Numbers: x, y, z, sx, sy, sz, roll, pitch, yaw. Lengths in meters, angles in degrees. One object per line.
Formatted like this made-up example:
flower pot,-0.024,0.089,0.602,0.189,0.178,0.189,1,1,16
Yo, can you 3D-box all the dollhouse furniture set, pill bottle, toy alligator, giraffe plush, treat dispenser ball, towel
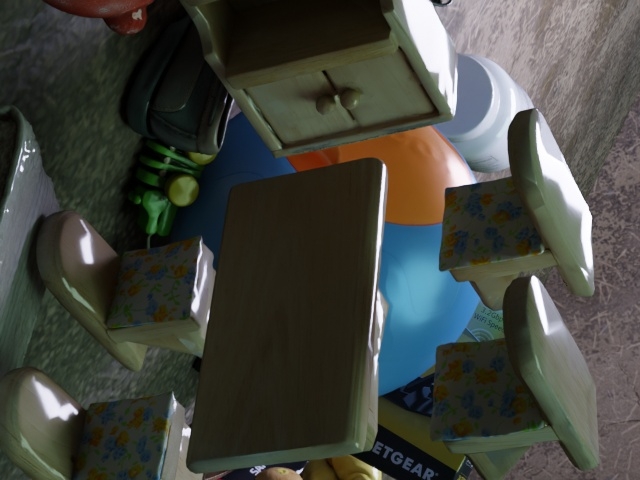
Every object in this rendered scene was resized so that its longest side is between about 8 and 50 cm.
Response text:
dollhouse furniture set,-0.027,-0.045,1.040,0.256,0.362,0.394,54,33,-46
pill bottle,0.187,-0.162,1.940,0.131,0.131,0.229,-64,162,3
toy alligator,-0.138,-0.047,1.322,0.051,0.056,0.190,23,97,-30
giraffe plush,-0.015,0.320,1.782,0.170,0.210,0.181,7,110,-30
treat dispenser ball,0.008,0.004,1.405,0.288,0.288,0.288,-53,160,-29
towel,-0.239,0.069,1.061,0.187,0.049,0.282,96,7,-69

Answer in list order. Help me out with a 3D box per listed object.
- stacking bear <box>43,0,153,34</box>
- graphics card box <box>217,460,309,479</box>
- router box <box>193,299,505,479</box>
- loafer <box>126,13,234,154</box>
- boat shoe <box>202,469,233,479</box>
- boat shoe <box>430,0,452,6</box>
stacking bear,-0.113,-0.261,0.923,0.164,0.175,0.289,-47,164,-47
graphics card box,-0.058,0.337,2.017,0.371,0.094,0.233,-37,148,-52
router box,0.058,0.106,1.658,0.243,0.309,0.081,-62,162,-7
loafer,-0.058,-0.189,1.280,0.267,0.084,0.096,-61,162,-9
boat shoe,-0.066,0.214,1.815,0.257,0.095,0.095,-40,151,-52
boat shoe,0.115,-0.287,1.648,0.228,0.076,0.080,-66,162,7
